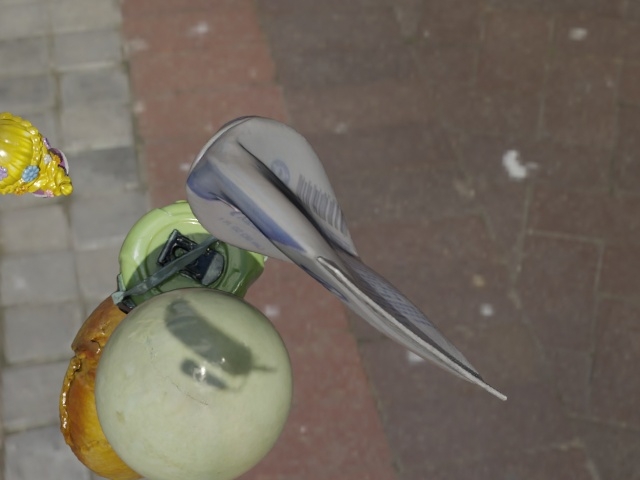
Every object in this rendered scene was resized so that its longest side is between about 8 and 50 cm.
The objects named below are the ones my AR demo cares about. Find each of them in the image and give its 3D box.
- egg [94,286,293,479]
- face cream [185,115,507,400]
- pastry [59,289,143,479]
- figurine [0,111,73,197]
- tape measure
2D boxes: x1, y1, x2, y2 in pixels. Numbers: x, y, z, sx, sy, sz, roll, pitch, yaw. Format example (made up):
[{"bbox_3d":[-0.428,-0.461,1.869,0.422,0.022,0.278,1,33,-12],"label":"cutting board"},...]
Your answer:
[{"bbox_3d":[-0.119,0.139,1.434,0.187,0.253,0.186,5,66,-12],"label":"egg"},{"bbox_3d":[0.000,0.000,1.427,0.137,0.235,0.420,-50,35,1],"label":"face cream"},{"bbox_3d":[-0.242,0.206,2.276,0.164,0.356,0.356,21,45,32],"label":"pastry"},{"bbox_3d":[-0.354,-0.093,1.750,0.115,0.156,0.094,27,86,37],"label":"figurine"},{"bbox_3d":[-0.161,0.039,1.848,0.175,0.106,0.200,34,74,3],"label":"tape measure"}]
